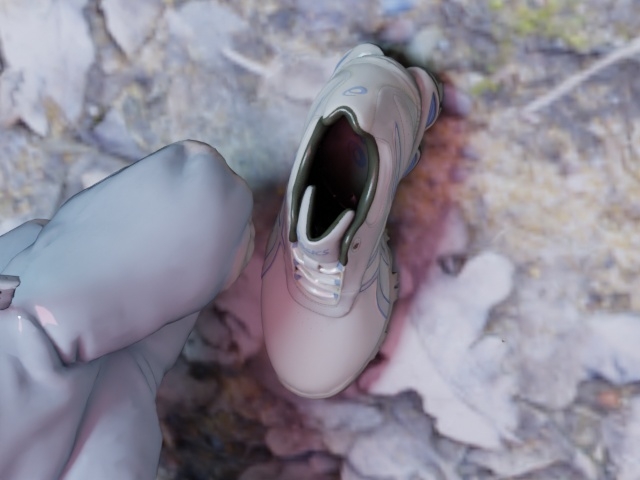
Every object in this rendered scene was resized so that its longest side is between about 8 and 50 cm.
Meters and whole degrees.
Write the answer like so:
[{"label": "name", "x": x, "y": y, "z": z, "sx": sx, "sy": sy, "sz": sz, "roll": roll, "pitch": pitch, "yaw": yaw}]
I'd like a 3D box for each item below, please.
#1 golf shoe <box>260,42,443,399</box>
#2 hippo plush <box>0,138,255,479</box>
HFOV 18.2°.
[{"label": "golf shoe", "x": 0.000, "y": 0.000, "z": 0.907, "sx": 0.069, "sy": 0.086, "sz": 0.176, "roll": 17, "pitch": 113, "yaw": 14}, {"label": "hippo plush", "x": -0.093, "y": 0.108, "z": 0.879, "sx": 0.234, "sy": 0.294, "sz": 0.237, "roll": -30, "pitch": 95, "yaw": -8}]
